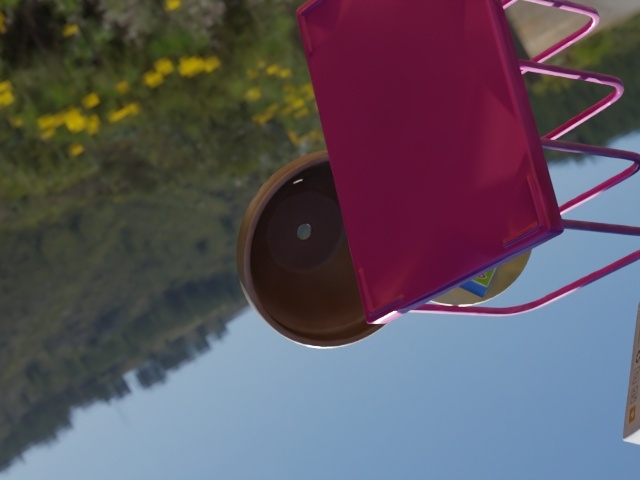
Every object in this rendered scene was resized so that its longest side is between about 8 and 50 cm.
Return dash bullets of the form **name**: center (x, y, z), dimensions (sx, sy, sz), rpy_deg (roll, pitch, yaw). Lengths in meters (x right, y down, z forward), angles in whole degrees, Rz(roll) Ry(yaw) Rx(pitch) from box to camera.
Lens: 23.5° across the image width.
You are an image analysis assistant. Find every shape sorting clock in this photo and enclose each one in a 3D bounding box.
- **shape sorting clock**: center (0.178, -0.014, 2.024), dimensions (0.206, 0.206, 0.040), rpy_deg (-31, 167, -12)

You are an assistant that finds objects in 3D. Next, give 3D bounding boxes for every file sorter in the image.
- **file sorter**: center (0.138, -0.098, 1.280), dimensions (0.182, 0.291, 0.202), rpy_deg (5, 155, -42)

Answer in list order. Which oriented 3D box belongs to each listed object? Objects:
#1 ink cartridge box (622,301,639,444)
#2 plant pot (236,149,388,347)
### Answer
- **ink cartridge box**: center (0.412, 0.084, 1.593), dimensions (0.371, 0.069, 0.176), rpy_deg (110, -7, -65)
- **plant pot**: center (0.000, 0.000, 1.843), dimensions (0.237, 0.237, 0.110), rpy_deg (-31, -155, -12)
